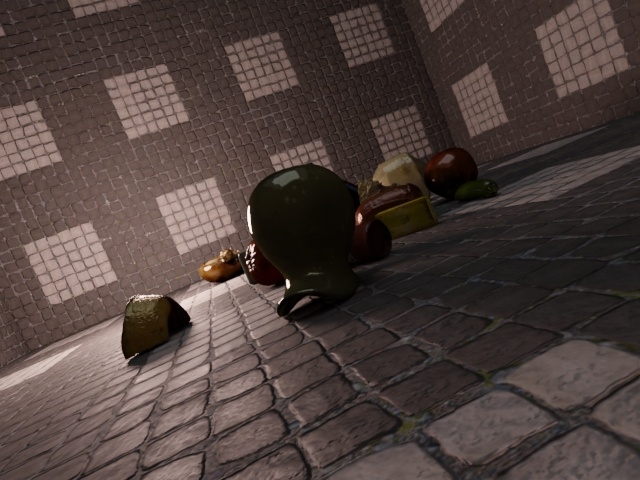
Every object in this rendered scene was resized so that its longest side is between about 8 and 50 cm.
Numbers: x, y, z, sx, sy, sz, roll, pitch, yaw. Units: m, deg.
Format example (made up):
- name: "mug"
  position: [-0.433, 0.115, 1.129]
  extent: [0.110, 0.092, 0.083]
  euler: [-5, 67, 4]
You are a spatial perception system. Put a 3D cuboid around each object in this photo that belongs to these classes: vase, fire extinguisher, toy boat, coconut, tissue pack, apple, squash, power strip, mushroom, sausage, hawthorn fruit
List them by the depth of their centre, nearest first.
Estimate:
- name: "vase"
  position: [-0.009, 0.004, 0.962]
  extent: [0.241, 0.301, 0.329]
  euler: [-21, -13, 20]
- name: "fire extinguisher"
  position: [0.035, 0.044, 1.197]
  extent: [0.337, 0.106, 0.147]
  euler: [-19, 27, 43]
- name: "tissue pack"
  position: [0.277, -0.071, 1.341]
  extent: [0.176, 0.095, 0.062]
  euler: [-19, 5, 26]
- name: "hawthorn fruit"
  position: [-0.149, 0.061, 1.411]
  extent: [0.201, 0.178, 0.179]
  euler: [-11, -1, -26]
- name: "squash"
  position: [0.559, -0.182, 1.489]
  extent: [0.069, 0.069, 0.258]
  euler: [-23, 4, -11]
- name: "sausage"
  position: [0.254, -0.109, 1.534]
  extent: [0.268, 0.153, 0.141]
  euler: [-22, 12, 17]
- name: "power strip"
  position: [-0.250, 0.085, 1.748]
  extent: [0.140, 0.139, 0.224]
  euler: [-23, 5, -3]
- name: "apple"
  position: [0.566, -0.283, 1.805]
  extent: [0.230, 0.229, 0.230]
  euler: [-22, 4, 2]
- name: "toy boat"
  position: [0.170, -0.180, 1.950]
  extent: [0.136, 0.079, 0.392]
  euler: [-52, -41, 3]
- name: "coconut"
  position: [0.440, -0.306, 2.193]
  extent: [0.323, 0.322, 0.323]
  euler: [-22, 4, 2]
- name: "mushroom"
  position: [-0.544, 0.146, 2.372]
  extent: [0.297, 0.162, 0.278]
  euler: [-25, -3, -34]

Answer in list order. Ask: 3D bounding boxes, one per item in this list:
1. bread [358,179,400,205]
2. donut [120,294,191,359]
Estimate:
- name: "bread"
  position: [0.269, -0.127, 1.722]
  extent: [0.184, 0.210, 0.224]
  euler: [-4, -15, 24]
- name: "donut"
  position: [-0.484, 0.225, 1.240]
  extent: [0.113, 0.151, 0.295]
  euler: [-12, 4, 2]
